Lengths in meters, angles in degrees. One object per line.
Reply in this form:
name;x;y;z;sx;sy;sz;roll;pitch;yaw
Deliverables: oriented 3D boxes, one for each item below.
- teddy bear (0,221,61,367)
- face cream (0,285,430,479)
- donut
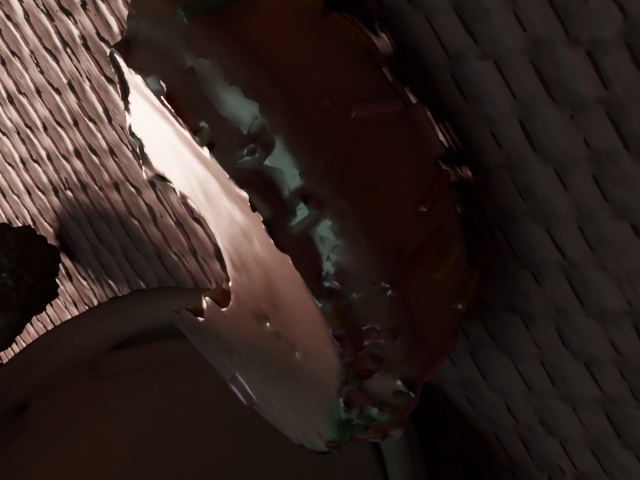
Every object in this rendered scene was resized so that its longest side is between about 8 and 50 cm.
teddy bear;-0.171;0.090;0.925;0.182;0.129;0.251;51;158;12
face cream;-0.040;0.137;0.669;0.175;0.175;0.195;41;154;29
donut;0.000;0.000;0.529;0.117;0.065;0.166;42;157;30
